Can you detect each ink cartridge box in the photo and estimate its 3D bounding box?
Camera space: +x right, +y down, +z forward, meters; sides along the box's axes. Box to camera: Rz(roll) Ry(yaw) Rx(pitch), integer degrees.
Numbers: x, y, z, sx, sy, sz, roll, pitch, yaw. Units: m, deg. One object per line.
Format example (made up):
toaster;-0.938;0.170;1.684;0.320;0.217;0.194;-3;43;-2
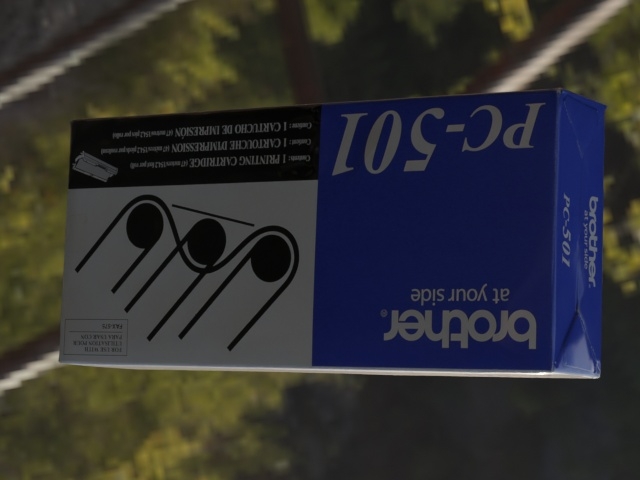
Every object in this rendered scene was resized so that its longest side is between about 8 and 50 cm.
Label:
ink cartridge box;0.000;0.000;0.707;0.207;0.097;0.046;-1;174;30
